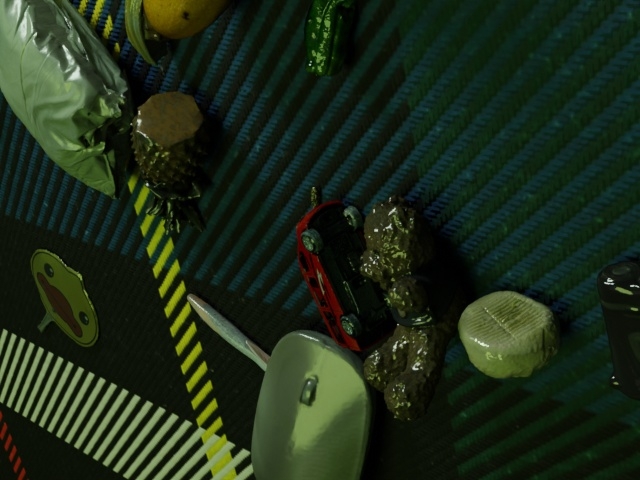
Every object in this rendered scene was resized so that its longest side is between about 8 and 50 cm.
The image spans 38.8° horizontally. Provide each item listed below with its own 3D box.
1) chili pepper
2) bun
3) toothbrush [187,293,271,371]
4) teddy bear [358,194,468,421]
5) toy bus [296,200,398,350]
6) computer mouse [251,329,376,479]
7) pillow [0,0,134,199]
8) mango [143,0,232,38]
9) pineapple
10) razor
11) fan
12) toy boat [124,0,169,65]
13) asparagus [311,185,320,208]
[{"bbox_3d":[0.029,-0.257,0.997,0.073,0.050,0.182,56,140,13],"label":"chili pepper"},{"bbox_3d":[0.211,0.110,1.017,0.115,0.115,0.069,16,135,40],"label":"bun"},{"bbox_3d":[-0.085,0.198,1.458,0.375,0.028,0.037,37,132,23],"label":"toothbrush"},{"bbox_3d":[0.111,0.073,1.083,0.182,0.129,0.252,-153,56,-72],"label":"teddy bear"},{"bbox_3d":[0.026,0.044,1.192,0.089,0.081,0.195,-3,115,58],"label":"toy bus"},{"bbox_3d":[-0.019,0.288,1.362,0.197,0.095,0.331,25,122,25],"label":"computer mouse"},{"bbox_3d":[-0.397,-0.229,1.407,0.310,0.138,0.283,49,150,13],"label":"pillow"},{"bbox_3d":[-0.154,-0.381,1.052,0.177,0.120,0.295,18,130,29],"label":"mango"},{"bbox_3d":[-0.222,-0.105,1.342,0.125,0.125,0.251,41,150,19],"label":"pineapple"},{"bbox_3d":[0.331,0.093,0.915,0.090,0.054,0.148,9,123,44],"label":"razor"},{"bbox_3d":[-0.556,0.139,1.936,0.230,0.011,0.335,54,142,3],"label":"fan"},{"bbox_3d":[-0.222,-0.316,1.216,0.066,0.065,0.172,17,132,11],"label":"toy boat"},{"bbox_3d":[0.000,0.000,1.238,0.016,0.013,0.166,-104,6,-61],"label":"asparagus"}]
